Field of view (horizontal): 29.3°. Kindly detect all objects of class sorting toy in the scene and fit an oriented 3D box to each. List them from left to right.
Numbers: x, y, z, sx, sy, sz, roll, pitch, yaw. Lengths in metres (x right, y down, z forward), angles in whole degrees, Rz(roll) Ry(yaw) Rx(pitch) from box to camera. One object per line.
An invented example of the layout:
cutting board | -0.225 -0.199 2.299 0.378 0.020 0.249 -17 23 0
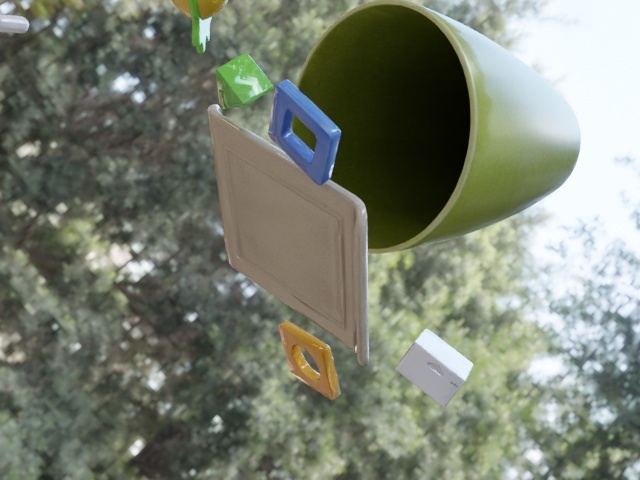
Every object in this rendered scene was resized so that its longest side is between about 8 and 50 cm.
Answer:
sorting toy | -0.017 -0.009 1.035 0.196 0.047 0.347 37 -33 33

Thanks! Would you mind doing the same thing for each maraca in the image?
maraca | -0.165 -0.351 1.677 0.099 0.127 0.185 5 -57 7

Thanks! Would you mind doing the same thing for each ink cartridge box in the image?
ink cartridge box | 0.161 0.177 1.717 0.088 0.052 0.122 38 10 7

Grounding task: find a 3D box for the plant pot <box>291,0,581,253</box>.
plant pot | 0.164 -0.122 1.415 0.275 0.294 0.274 0 -90 46

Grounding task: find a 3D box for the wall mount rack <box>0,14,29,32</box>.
wall mount rack | -0.467 -0.133 1.239 0.130 0.304 0.350 44 -43 -12
